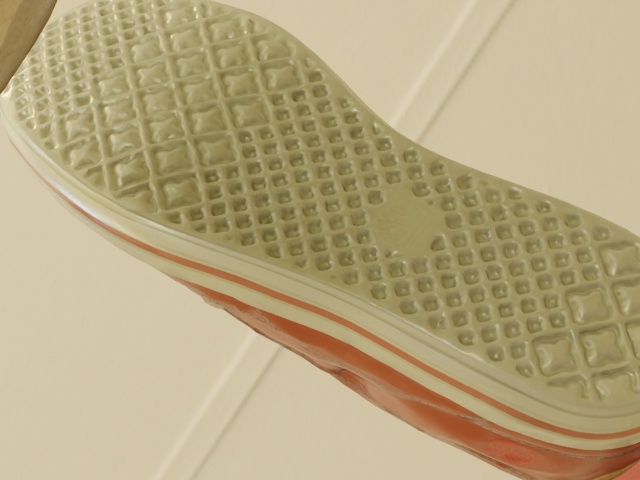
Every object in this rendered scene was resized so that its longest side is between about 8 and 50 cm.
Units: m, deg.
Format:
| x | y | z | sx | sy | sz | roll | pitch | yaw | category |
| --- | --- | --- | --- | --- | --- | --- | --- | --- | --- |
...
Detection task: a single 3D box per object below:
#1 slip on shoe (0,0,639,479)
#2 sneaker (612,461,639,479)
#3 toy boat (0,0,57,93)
| x | y | z | sx | sy | sz | roll | pitch | yaw | category |
| --- | --- | --- | --- | --- | --- | --- | --- | --- | --- |
| 0.000 | 0.000 | 0.717 | 0.331 | 0.123 | 0.101 | 29 | -29 | 23 | slip on shoe |
| 0.190 | 0.208 | 0.917 | 0.116 | 0.136 | 0.314 | -21 | -53 | 33 | sneaker |
| -0.191 | -0.024 | 0.464 | 0.148 | 0.267 | 0.318 | 28 | -112 | -32 | toy boat |
